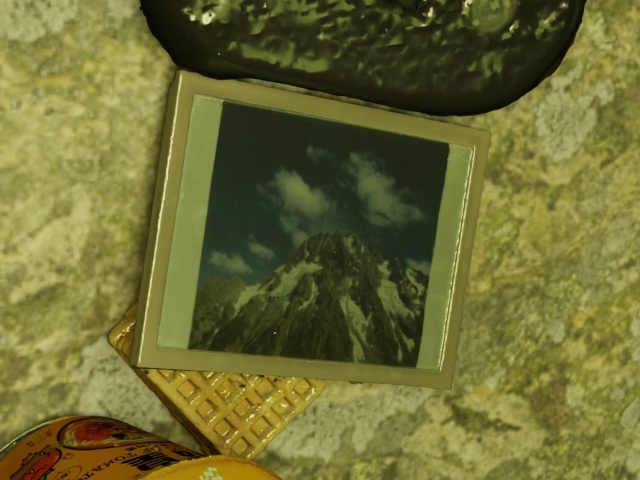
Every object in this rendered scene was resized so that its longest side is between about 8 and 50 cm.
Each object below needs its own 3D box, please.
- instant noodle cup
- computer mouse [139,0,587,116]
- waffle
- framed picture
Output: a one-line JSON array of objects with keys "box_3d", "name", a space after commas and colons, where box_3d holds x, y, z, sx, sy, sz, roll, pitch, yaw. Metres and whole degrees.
[{"box_3d": [-0.134, 0.222, 1.067, 0.216, 0.172, 0.215, -12, 110, -34], "name": "instant noodle cup"}, {"box_3d": [0.027, -0.182, 1.054, 0.323, 0.116, 0.183, 9, 106, -23], "name": "computer mouse"}, {"box_3d": [-0.074, 0.087, 1.139, 0.102, 0.042, 0.148, -42, 121, -9], "name": "waffle"}, {"box_3d": [0.000, 0.000, 1.131, 0.281, 0.019, 0.209, 6, 93, -35], "name": "framed picture"}]
